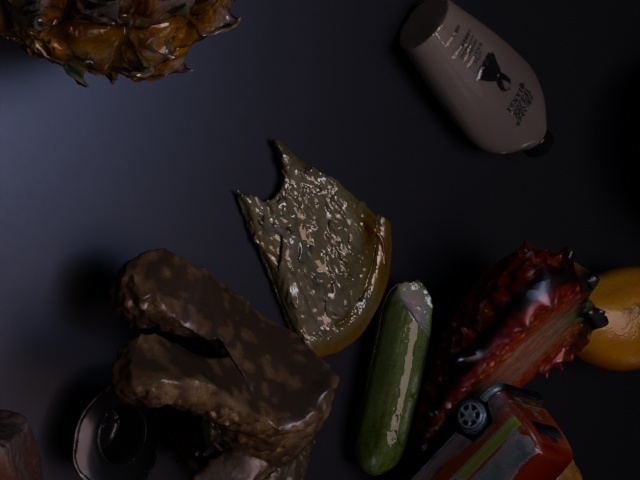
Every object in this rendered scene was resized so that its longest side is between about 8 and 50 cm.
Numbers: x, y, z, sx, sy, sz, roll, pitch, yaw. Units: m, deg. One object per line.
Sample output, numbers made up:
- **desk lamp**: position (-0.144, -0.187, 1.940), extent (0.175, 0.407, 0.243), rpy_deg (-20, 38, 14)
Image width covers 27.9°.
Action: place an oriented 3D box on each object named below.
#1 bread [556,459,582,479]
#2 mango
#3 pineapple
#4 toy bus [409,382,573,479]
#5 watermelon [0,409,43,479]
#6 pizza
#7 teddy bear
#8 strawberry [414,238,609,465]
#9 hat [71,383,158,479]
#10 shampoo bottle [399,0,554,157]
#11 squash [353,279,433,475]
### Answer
- **bread**: position (0.275, 0.353, 1.691), extent (0.177, 0.084, 0.119), rpy_deg (-46, 122, -25)
- **mango**: position (0.402, 0.106, 1.751), extent (0.219, 0.112, 0.144), rpy_deg (1, 95, -26)
- **pineapple**: position (-0.188, -0.304, 1.084), extent (0.352, 0.352, 0.300), rpy_deg (23, 106, -38)
- **toy bus**: position (0.174, 0.295, 1.518), extent (0.265, 0.120, 0.121), rpy_deg (-49, 143, 16)
- **watermelon**: position (-0.343, 0.249, 1.053), extent (0.283, 0.293, 0.250), rpy_deg (7, 91, -28)
- **pizza**: position (0.000, 0.000, 1.465), extent (0.181, 0.034, 0.262), rpy_deg (-41, 118, -26)
- **teddy bear**: position (-0.113, 0.163, 1.315), extent (0.296, 0.222, 0.246), rpy_deg (23, 41, -26)
- **strawberry**: position (0.196, 0.125, 1.568), extent (0.306, 0.137, 0.233), rpy_deg (-39, 149, -3)
- **hat**: position (-0.214, 0.198, 1.309), extent (0.121, 0.050, 0.121), rpy_deg (5, 83, -48)
- **shampoo bottle**: position (0.201, -0.187, 1.571), extent (0.257, 0.078, 0.127), rpy_deg (40, 71, -36)
- **squash**: position (0.087, 0.162, 1.531), extent (0.069, 0.069, 0.238), rpy_deg (12, 88, -38)
